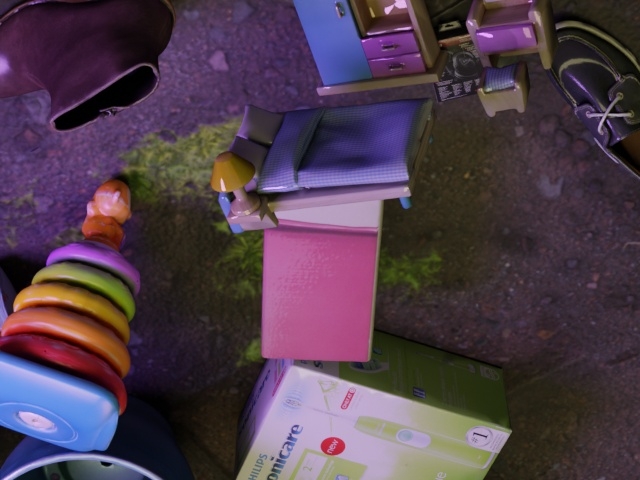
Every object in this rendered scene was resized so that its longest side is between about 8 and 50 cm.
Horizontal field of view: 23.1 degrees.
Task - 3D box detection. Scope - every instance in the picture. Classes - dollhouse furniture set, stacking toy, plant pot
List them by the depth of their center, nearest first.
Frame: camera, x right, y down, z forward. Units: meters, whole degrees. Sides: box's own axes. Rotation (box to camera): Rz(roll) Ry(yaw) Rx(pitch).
[{"bbox_3d":[0.046,-0.170,1.486,0.286,0.303,0.198,-5,128,24],"label":"dollhouse furniture set"},{"bbox_3d":[-0.259,0.064,1.701,0.165,0.302,0.175,20,151,-7],"label":"stacking toy"},{"bbox_3d":[-0.264,0.313,1.870,0.271,0.255,0.272,0,111,-1],"label":"plant pot"}]

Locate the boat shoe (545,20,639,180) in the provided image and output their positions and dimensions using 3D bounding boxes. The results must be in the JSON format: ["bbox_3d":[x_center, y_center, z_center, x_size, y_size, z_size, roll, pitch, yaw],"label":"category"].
[{"bbox_3d":[0.318,-0.143,1.680,0.084,0.079,0.233,-33,118,23],"label":"boat shoe"}]

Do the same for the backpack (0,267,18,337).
[{"bbox_3d":[-0.398,0.126,1.793,0.144,0.188,0.166,-16,123,5],"label":"backpack"}]

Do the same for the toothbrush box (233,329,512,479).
[{"bbox_3d":[0.061,0.227,1.912,0.283,0.122,0.206,19,123,-12],"label":"toothbrush box"}]

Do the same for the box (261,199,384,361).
[{"bbox_3d":[0.000,0.000,1.732,0.127,0.148,0.232,2,125,-1],"label":"box"}]

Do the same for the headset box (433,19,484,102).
[{"bbox_3d":[0.145,-0.195,1.667,0.062,0.032,0.083,-13,124,9],"label":"headset box"}]

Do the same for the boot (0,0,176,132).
[{"bbox_3d":[-0.261,-0.173,1.571,0.248,0.207,0.090,-23,122,15],"label":"boot"}]
